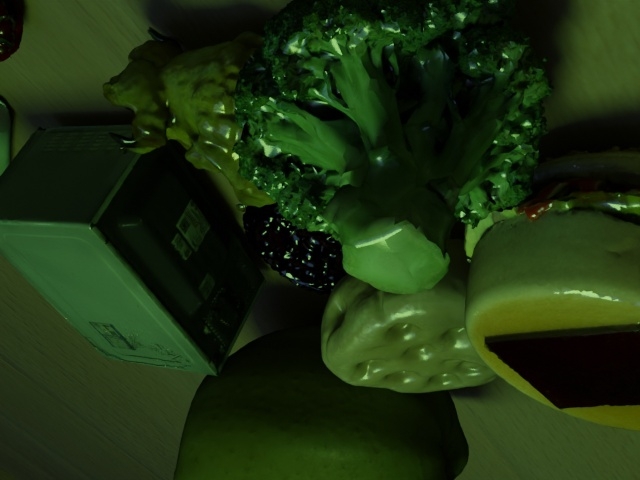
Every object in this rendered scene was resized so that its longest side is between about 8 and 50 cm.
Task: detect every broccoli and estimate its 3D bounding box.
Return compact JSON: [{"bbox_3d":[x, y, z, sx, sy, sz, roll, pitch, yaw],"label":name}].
[{"bbox_3d":[0.058,-0.076,0.694,0.270,0.270,0.270,1,137,1],"label":"broccoli"}]

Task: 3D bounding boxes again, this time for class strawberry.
[{"bbox_3d":[-0.371,-0.235,0.952,0.106,0.106,0.106,19,148,13],"label":"strawberry"}]

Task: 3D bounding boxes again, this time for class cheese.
[{"bbox_3d":[0.108,0.091,0.989,0.218,0.117,0.235,-4,144,3],"label":"cheese"}]

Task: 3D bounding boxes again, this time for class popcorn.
[{"bbox_3d":[-0.098,-0.123,0.869,0.195,0.173,0.168,6,166,15],"label":"popcorn"}]

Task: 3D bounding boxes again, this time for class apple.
[{"bbox_3d":[0.013,0.263,1.154,0.360,0.320,0.311,1,156,19],"label":"apple"}]

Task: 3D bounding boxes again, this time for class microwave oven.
[{"bbox_3d":[-0.236,0.008,1.113,0.238,0.181,0.295,2,141,32],"label":"microwave oven"}]

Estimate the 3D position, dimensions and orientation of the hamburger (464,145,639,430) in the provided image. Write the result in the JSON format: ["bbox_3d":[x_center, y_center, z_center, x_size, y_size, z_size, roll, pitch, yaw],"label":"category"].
[{"bbox_3d":[0.274,0.047,0.807,0.302,0.170,0.302,18,150,11],"label":"hamburger"}]

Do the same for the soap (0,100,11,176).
[{"bbox_3d":[-0.560,-0.120,1.191,0.261,0.156,0.446,29,149,-3],"label":"soap"}]

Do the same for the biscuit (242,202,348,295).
[{"bbox_3d":[0.000,0.000,1.047,0.195,0.053,0.194,19,147,13],"label":"biscuit"}]
